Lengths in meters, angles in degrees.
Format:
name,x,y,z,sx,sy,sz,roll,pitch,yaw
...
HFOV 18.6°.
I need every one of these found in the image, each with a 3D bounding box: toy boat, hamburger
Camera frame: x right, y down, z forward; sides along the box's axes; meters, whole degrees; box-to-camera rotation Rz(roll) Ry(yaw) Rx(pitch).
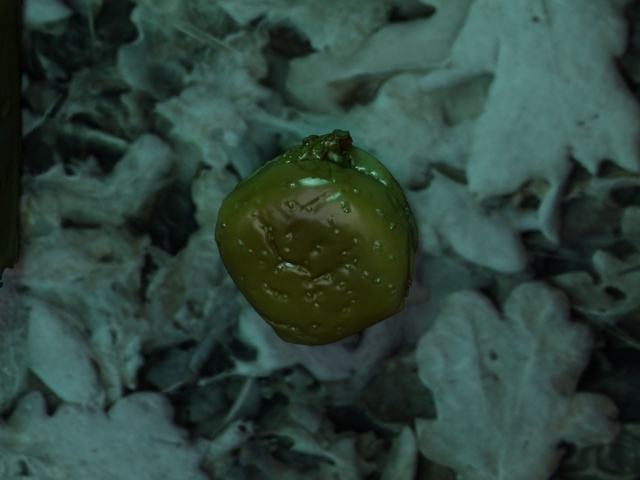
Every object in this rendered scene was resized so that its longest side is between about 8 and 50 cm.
name,x,y,z,sx,sy,sz,roll,pitch,yaw
toy boat,-0.282,-0.076,1.421,0.115,0.089,0.310,9,116,9
hamburger,0.000,0.000,1.412,0.138,0.083,0.147,-28,110,16
